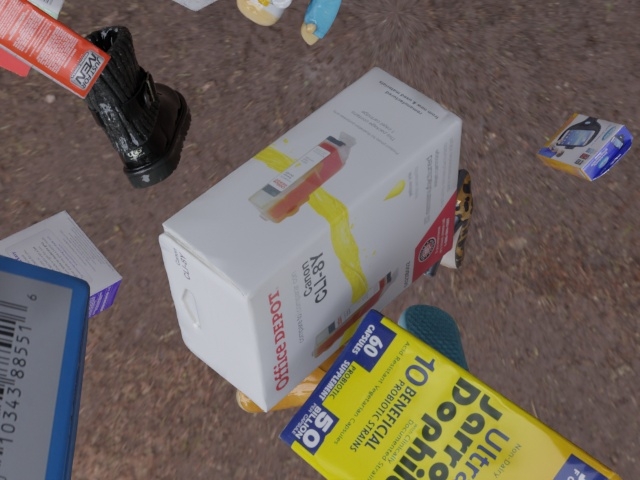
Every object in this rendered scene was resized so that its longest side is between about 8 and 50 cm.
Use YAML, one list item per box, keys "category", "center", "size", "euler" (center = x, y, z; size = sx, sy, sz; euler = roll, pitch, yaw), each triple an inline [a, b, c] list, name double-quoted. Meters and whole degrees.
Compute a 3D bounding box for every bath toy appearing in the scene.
- category: "bath toy"
  center: [-0.126, -0.418, 1.458]
  size: [0.348, 0.129, 0.151]
  euler: [31, 129, -14]

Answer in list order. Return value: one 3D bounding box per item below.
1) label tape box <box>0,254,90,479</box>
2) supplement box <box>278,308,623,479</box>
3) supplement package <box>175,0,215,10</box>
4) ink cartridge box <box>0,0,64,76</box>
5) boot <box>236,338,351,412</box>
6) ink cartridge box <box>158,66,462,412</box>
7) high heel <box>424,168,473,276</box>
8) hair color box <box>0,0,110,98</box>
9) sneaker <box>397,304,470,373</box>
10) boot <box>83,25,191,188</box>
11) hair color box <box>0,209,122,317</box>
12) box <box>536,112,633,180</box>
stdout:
- category: "label tape box"
  center: [-0.234, 0.183, 0.533]
  size: [0.106, 0.241, 0.333]
  euler: [17, 142, -25]
- category: "supplement box"
  center: [0.163, 0.267, 1.175]
  size: [0.356, 0.195, 0.194]
  euler: [32, 84, 39]
- category: "supplement package"
  center: [-0.126, -0.398, 0.989]
  size: [0.198, 0.199, 0.263]
  euler: [23, 80, -26]
- category: "ink cartridge box"
  center: [-0.419, -0.272, 1.232]
  size: [0.181, 0.056, 0.224]
  euler: [25, 147, -19]
- category: "boot"
  center: [0.019, 0.252, 1.827]
  size: [0.295, 0.211, 0.104]
  euler: [-18, 108, -29]
- category: "ink cartridge box"
  center: [0.000, 0.000, 1.350]
  size: [0.384, 0.279, 0.160]
  euler: [-39, 59, -25]
- category: "high heel"
  center: [0.233, -0.045, 1.796]
  size: [0.093, 0.261, 0.186]
  euler: [23, 104, 8]
- category: "hair color box"
  center: [-0.241, -0.170, 0.810]
  size: [0.141, 0.072, 0.043]
  euler: [33, 89, -25]
- category: "sneaker"
  center: [0.163, 0.279, 1.629]
  size: [0.127, 0.319, 0.208]
  euler: [11, 129, -6]
- category: "boot"
  center: [-0.351, -0.280, 1.886]
  size: [0.131, 0.348, 0.260]
  euler: [-25, 120, 6]
- category: "hair color box"
  center: [-0.552, 0.101, 1.854]
  size: [0.185, 0.339, 0.110]
  euler: [47, 138, 14]
- category: "box"
  center: [0.353, -0.125, 1.360]
  size: [0.081, 0.136, 0.028]
  euler: [-46, 111, -2]
